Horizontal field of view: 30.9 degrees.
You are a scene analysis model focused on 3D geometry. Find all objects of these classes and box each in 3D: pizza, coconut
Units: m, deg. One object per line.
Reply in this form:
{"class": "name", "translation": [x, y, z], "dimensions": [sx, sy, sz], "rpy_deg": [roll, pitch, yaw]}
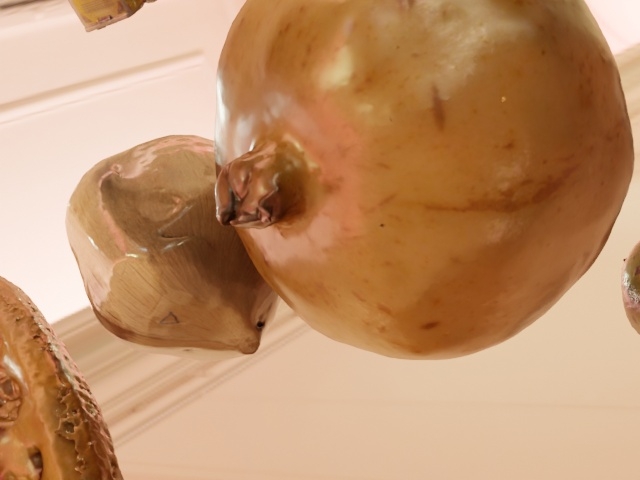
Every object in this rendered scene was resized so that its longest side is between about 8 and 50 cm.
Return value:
{"class": "pizza", "translation": [-0.381, 0.254, 1.127], "dimensions": [0.406, 0.440, 0.130], "rpy_deg": [-49, -44, 7]}
{"class": "coconut", "translation": [-0.119, 0.015, 1.044], "dimensions": [0.224, 0.224, 0.224], "rpy_deg": [7, -99, -50]}

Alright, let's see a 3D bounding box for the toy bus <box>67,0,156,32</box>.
{"class": "toy bus", "translation": [-0.256, -0.383, 1.551], "dimensions": [0.106, 0.092, 0.268], "rpy_deg": [59, -147, -33]}

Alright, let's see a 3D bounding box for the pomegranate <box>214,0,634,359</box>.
{"class": "pomegranate", "translation": [0.057, -0.076, 0.870], "dimensions": [0.342, 0.342, 0.343], "rpy_deg": [7, -99, -50]}

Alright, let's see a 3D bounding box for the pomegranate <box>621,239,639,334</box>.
{"class": "pomegranate", "translation": [0.434, 0.060, 1.296], "dimensions": [0.159, 0.205, 0.159], "rpy_deg": [-49, -28, -38]}
